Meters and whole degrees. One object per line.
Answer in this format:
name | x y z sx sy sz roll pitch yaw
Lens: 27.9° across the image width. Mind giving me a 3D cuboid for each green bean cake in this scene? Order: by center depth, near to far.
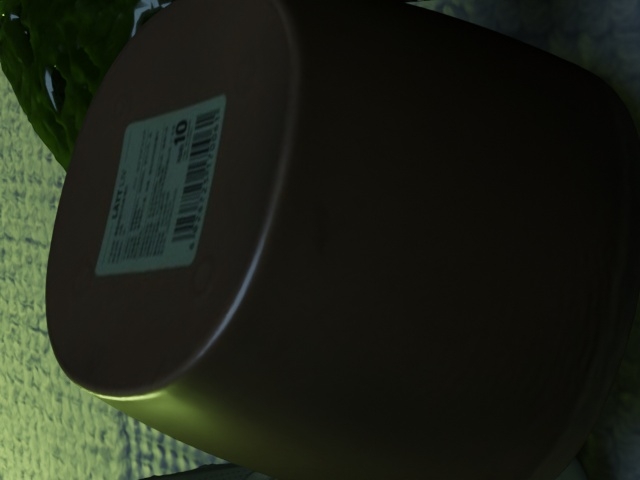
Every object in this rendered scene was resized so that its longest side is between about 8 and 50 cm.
green bean cake | -0.137 -0.172 0.961 0.247 0.156 0.250 54 135 32

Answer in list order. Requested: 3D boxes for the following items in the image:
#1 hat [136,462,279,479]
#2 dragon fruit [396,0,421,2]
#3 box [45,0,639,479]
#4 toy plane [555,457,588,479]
hat | -0.071 0.258 0.914 0.149 0.244 0.214 134 127 -60
dragon fruit | 0.064 -0.215 0.679 0.188 0.182 0.182 -14 86 45
box | 0.000 0.000 0.702 0.301 0.216 0.301 -26 55 44
toy plane | 0.099 0.225 0.769 0.252 0.118 0.252 9 102 49
